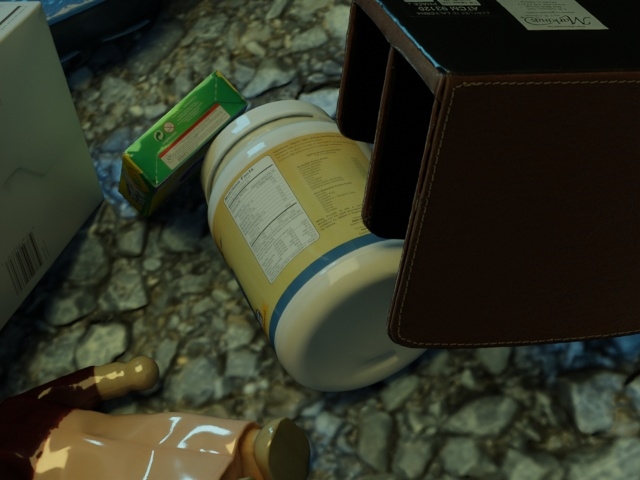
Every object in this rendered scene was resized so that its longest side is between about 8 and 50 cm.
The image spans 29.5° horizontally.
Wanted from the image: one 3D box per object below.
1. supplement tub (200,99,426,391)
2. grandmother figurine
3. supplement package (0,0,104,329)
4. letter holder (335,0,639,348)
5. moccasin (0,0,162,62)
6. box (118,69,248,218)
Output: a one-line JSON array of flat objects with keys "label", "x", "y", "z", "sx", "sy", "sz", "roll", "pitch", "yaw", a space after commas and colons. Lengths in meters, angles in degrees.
[{"label": "supplement tub", "x": 0.000, "y": 0.000, "z": 0.929, "sx": 0.144, "sy": 0.144, "sz": 0.199, "roll": -29, "pitch": 52, "yaw": -3}, {"label": "grandmother figurine", "x": -0.193, "y": 0.169, "z": 0.909, "sx": 0.343, "sy": 0.104, "sz": 0.208, "roll": 6, "pitch": 31, "yaw": 25}, {"label": "supplement package", "x": -0.319, "y": -0.045, "z": 0.985, "sx": 0.145, "sy": 0.204, "sz": 0.262, "roll": 4, "pitch": 38, "yaw": 20}, {"label": "letter holder", "x": 0.173, "y": -0.054, "z": 0.837, "sx": 0.302, "sy": 0.214, "sz": 0.152, "roll": -4, "pitch": 35, "yaw": -20}, {"label": "moccasin", "x": -0.312, "y": -0.187, "z": 1.189, "sx": 0.342, "sy": 0.117, "sz": 0.137, "roll": -16, "pitch": 65, "yaw": 1}, {"label": "box", "x": -0.121, "y": -0.074, "z": 1.028, "sx": 0.105, "sy": 0.179, "sz": 0.043, "roll": -44, "pitch": 93, "yaw": -13}]
